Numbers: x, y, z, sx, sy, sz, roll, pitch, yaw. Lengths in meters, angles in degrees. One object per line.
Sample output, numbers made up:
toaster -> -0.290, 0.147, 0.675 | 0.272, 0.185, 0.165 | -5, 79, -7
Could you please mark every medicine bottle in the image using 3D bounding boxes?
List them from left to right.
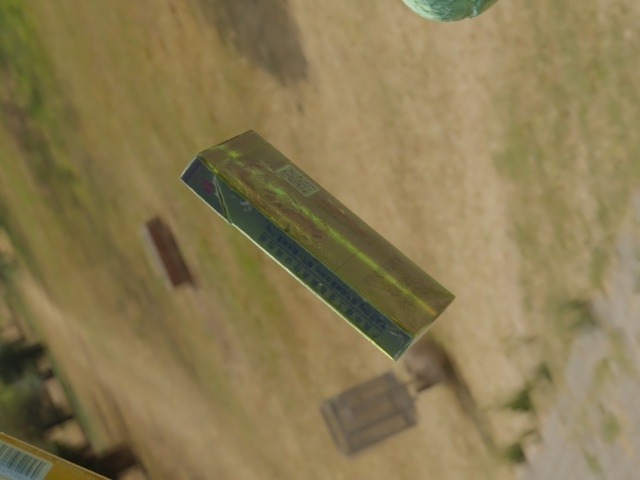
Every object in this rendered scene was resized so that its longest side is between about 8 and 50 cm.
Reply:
medicine bottle -> -0.195, 0.234, 1.582 | 0.218, 0.074, 0.074 | 22, 157, 14

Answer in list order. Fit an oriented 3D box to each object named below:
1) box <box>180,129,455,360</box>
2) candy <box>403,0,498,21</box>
box -> 0.000, 0.000, 2.036 | 0.311, 0.043, 0.173 | 40, -158, 6
candy -> 0.259, -0.366, 1.872 | 0.119, 0.440, 0.119 | 52, 167, 18
